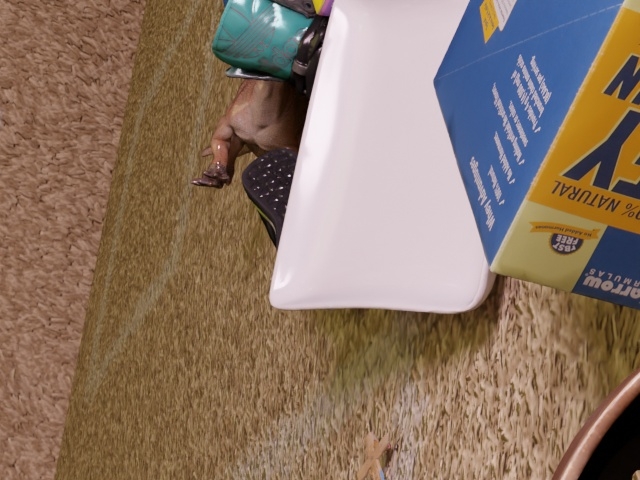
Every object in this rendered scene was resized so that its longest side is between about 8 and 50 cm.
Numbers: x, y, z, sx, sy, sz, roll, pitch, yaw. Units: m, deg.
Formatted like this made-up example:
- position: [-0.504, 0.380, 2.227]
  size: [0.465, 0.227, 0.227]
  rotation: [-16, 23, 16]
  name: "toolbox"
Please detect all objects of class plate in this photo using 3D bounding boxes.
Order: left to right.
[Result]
- position: [0.073, -0.076, 1.254]
  size: [0.277, 0.045, 0.278]
  rotation: [-3, 72, 57]
  name: "plate"

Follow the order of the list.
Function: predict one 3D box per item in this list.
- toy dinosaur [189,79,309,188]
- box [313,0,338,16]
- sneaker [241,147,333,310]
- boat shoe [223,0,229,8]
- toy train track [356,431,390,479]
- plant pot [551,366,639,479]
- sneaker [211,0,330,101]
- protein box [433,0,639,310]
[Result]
- position: [-0.047, -0.146, 1.717]
  size: [0.295, 0.127, 0.200]
  rotation: [155, 127, -76]
  name: "toy dinosaur"
- position: [0.053, -0.348, 1.411]
  size: [0.213, 0.117, 0.243]
  rotation: [120, 140, -48]
  name: "box"
- position: [0.000, 0.000, 1.531]
  size: [0.097, 0.084, 0.235]
  rotation: [63, 180, -38]
  name: "sneaker"
- position: [-0.057, -0.328, 1.997]
  size: [0.109, 0.089, 0.258]
  rotation: [-51, 21, 30]
  name: "boat shoe"
- position: [0.048, 0.181, 1.268]
  size: [0.048, 0.014, 0.083]
  rotation: [-57, 28, 31]
  name: "toy train track"
- position: [0.163, 0.122, 0.590]
  size: [0.230, 0.215, 0.215]
  rotation: [116, 168, -87]
  name: "plant pot"
- position: [-0.004, -0.155, 1.449]
  size: [0.296, 0.178, 0.124]
  rotation: [-98, 26, -53]
  name: "sneaker"
- position: [0.169, -0.102, 0.853]
  size: [0.200, 0.136, 0.201]
  rotation: [-99, 28, -56]
  name: "protein box"
